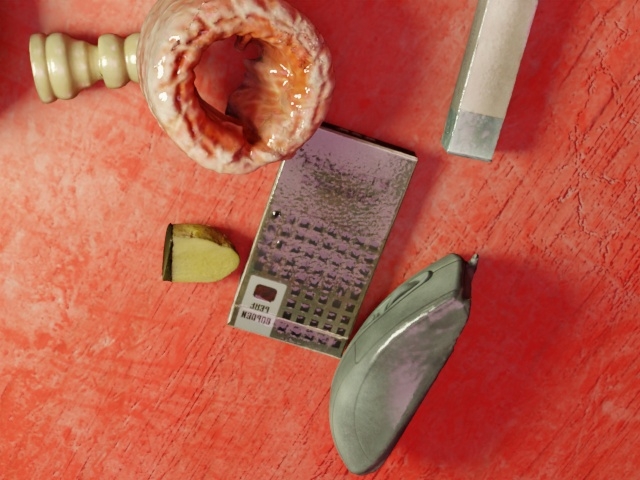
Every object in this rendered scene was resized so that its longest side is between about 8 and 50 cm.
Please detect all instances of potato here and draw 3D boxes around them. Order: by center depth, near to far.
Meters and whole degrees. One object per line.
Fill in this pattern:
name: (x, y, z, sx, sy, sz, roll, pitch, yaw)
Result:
potato: (-0.168, 0.014, 1.316, 0.103, 0.066, 0.096, 9, 134, -14)

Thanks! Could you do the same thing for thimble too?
thimble: (-0.107, -0.209, 1.159, 0.239, 0.162, 0.239, -10, 117, -20)

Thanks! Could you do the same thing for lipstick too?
lipstick: (0.233, -0.266, 1.225, 0.068, 0.066, 0.317, 11, 109, -5)

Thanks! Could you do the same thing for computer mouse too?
computer mouse: (0.104, 0.161, 1.315, 0.122, 0.188, 0.370, 28, 106, -6)

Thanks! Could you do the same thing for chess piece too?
chess piece: (-0.286, -0.235, 1.216, 0.171, 0.094, 0.094, -9, 110, -7)

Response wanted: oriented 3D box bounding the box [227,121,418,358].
box: (-0.001, 0.000, 1.323, 0.180, 0.047, 0.324, 17, 109, -8)
